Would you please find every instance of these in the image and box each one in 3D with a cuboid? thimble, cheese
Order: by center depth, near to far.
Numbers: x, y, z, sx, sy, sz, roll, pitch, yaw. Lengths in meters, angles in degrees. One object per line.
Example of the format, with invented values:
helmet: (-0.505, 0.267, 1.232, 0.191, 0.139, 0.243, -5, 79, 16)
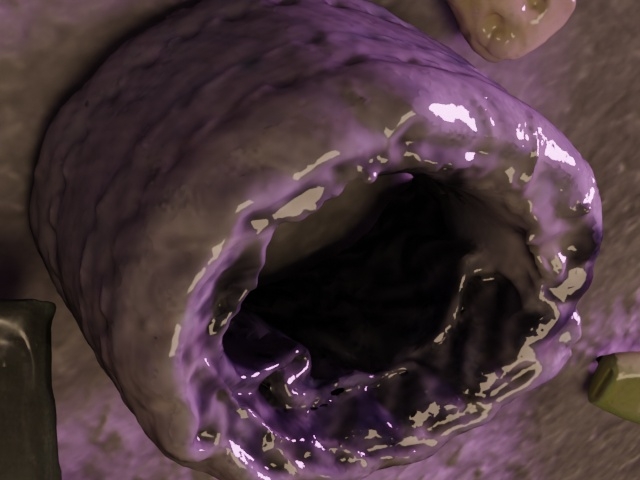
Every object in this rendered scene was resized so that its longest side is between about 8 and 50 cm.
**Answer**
thimble: (0.000, 0.000, 0.654, 0.245, 0.157, 0.217, -6, 122, -27)
cheese: (0.067, -0.167, 0.661, 0.065, 0.043, 0.194, -37, 131, -5)

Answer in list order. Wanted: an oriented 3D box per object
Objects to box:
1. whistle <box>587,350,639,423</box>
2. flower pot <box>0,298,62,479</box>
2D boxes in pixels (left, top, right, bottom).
whistle: (0.328, 0.129, 0.937, 0.294, 0.141, 0.141, 2, 118, -29)
flower pot: (-0.219, 0.078, 0.589, 0.229, 0.103, 0.108, 2, 82, -31)
